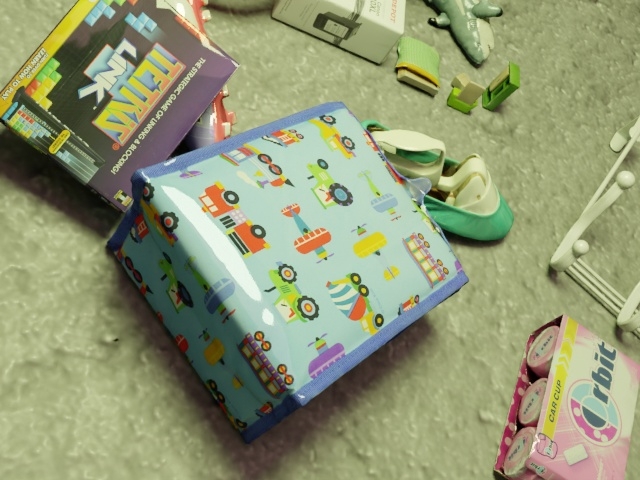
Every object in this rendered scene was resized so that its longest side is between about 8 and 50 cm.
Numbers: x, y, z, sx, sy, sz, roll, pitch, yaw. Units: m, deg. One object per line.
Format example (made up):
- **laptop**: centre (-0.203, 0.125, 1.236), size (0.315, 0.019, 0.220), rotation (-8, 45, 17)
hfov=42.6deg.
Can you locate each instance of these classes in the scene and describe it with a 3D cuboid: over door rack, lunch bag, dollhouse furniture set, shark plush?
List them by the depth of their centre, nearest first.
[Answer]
- **lunch bag**: centre (0.000, 0.000, 0.743), size (0.293, 0.138, 0.221), rotation (-30, 80, -34)
- **over door rack**: centre (0.444, -0.006, 1.030), size (0.239, 0.108, 0.324), rotation (42, 50, -2)
- **dollhouse furniture set**: centre (0.171, -0.216, 1.031), size (0.152, 0.058, 0.076), rotation (21, 54, -17)
- **shark plush**: centre (0.172, -0.309, 1.093), size (0.161, 0.073, 0.067), rotation (43, 81, -6)

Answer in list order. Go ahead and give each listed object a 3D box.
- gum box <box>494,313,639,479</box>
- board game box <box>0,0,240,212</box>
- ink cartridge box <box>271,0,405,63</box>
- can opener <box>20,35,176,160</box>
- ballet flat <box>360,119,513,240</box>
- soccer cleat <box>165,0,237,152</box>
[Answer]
- **gum box**: centre (0.254, 0.184, 0.837), size (0.107, 0.062, 0.188), rotation (34, 51, -8)
- **board game box**: centre (-0.177, -0.132, 0.718), size (0.141, 0.048, 0.170), rotation (38, 80, -14)
- **ink cartridge box**: centre (0.027, -0.296, 0.994), size (0.150, 0.063, 0.109), rotation (19, 55, -18)
- **can opener**: centre (-0.197, -0.105, 0.760), size (0.186, 0.073, 0.059), rotation (46, 42, -10)
- **ballet flat**: centre (0.128, -0.066, 0.899), size (0.247, 0.087, 0.083), rotation (18, 55, -20)
- **soccer cleat**: centre (-0.145, -0.172, 0.827), size (0.095, 0.083, 0.248), rotation (-13, 72, -2)
